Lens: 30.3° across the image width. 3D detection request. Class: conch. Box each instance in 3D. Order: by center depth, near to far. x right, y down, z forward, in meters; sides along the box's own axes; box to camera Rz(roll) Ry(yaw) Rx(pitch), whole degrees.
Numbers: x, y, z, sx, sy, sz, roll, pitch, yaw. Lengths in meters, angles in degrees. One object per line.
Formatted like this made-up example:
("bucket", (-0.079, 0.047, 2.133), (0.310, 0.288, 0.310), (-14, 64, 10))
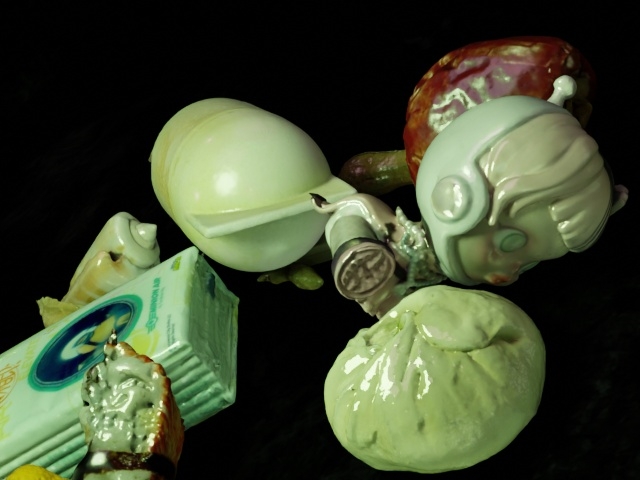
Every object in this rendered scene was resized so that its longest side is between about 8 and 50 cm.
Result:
("conch", (-0.361, 0.064, 2.083), (0.255, 0.127, 0.158), (-51, 18, 29))

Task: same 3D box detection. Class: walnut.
("walnut", (0.255, -0.157, 1.627), (0.269, 0.244, 0.221), (-8, 76, 31))

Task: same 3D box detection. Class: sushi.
("sushi", (-0.242, 0.278, 1.439), (0.130, 0.124, 0.332), (6, 63, 2))

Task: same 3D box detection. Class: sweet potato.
("sweet potato", (-0.039, 0.052, 1.784), (0.041, 0.038, 0.153), (-25, 16, -34))
("sweet potato", (0.123, -0.103, 1.826), (0.233, 0.062, 0.081), (2, 60, 46))

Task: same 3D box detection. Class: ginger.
("ginger", (-0.406, 0.159, 1.942), (0.193, 0.115, 0.122), (9, 90, 49))

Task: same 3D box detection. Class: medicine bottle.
("medicine bottle", (-0.109, -0.080, 1.777), (0.236, 0.235, 0.406), (-38, 21, -6))

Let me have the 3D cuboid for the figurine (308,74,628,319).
("figurine", (0.175, -0.041, 1.431), (0.361, 0.211, 0.253), (-24, -10, 16))

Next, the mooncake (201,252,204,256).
("mooncake", (-0.299, 0.105, 1.992), (0.347, 0.057, 0.150), (-38, 39, 9))

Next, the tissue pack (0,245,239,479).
("tissue pack", (-0.313, 0.204, 1.720), (0.388, 0.162, 0.287), (-29, 24, 11))

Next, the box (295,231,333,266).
("box", (0.000, 0.000, 1.823), (0.083, 0.035, 0.079), (-18, 32, 33))

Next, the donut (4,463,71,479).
("donut", (-0.377, 0.367, 1.523), (0.259, 0.101, 0.152), (-59, -2, 40))

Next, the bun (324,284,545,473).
("bun", (0.122, 0.147, 1.315), (0.259, 0.160, 0.259), (-24, 30, 15))
